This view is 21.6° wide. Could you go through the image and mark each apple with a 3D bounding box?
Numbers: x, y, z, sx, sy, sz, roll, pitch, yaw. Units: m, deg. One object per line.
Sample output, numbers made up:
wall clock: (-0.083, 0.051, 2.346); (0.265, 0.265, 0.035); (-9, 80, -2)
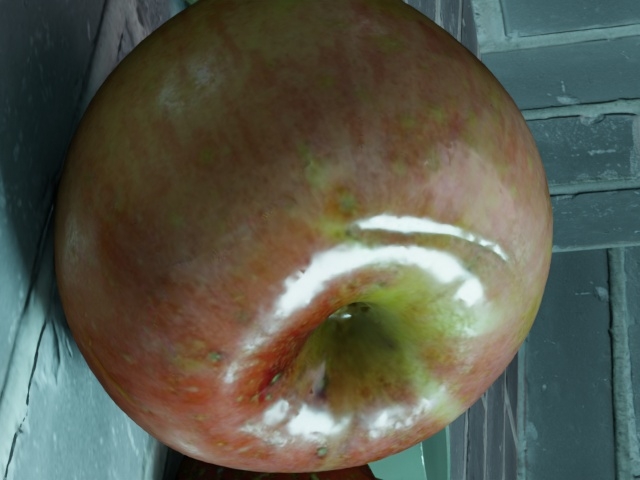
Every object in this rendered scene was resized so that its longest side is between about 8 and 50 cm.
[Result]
apple: (-0.017, -0.021, 1.226); (0.364, 0.364, 0.363); (-5, 90, -78)

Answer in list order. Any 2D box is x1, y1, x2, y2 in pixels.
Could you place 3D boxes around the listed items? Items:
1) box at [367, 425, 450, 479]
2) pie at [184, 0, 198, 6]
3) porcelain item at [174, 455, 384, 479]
box: (0.061, 0.217, 1.939); (0.226, 0.149, 0.226); (-5, 90, -77)
pie: (-0.114, -0.314, 1.601); (0.195, 0.046, 0.195); (-6, 90, -76)
porcelain item: (-0.007, 0.256, 1.437); (0.253, 0.253, 0.252); (-5, 90, -78)
